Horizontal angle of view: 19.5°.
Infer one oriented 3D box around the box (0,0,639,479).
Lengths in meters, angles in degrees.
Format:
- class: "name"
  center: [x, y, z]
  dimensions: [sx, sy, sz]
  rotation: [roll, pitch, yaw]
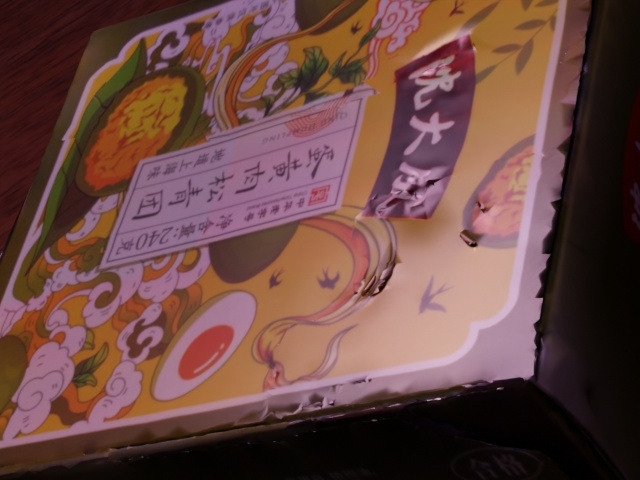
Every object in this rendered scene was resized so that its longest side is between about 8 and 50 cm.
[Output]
- class: "box"
  center: [0.000, 0.000, 1.080]
  dimensions: [0.420, 0.138, 0.373]
  rotation: [-13, 44, 33]
